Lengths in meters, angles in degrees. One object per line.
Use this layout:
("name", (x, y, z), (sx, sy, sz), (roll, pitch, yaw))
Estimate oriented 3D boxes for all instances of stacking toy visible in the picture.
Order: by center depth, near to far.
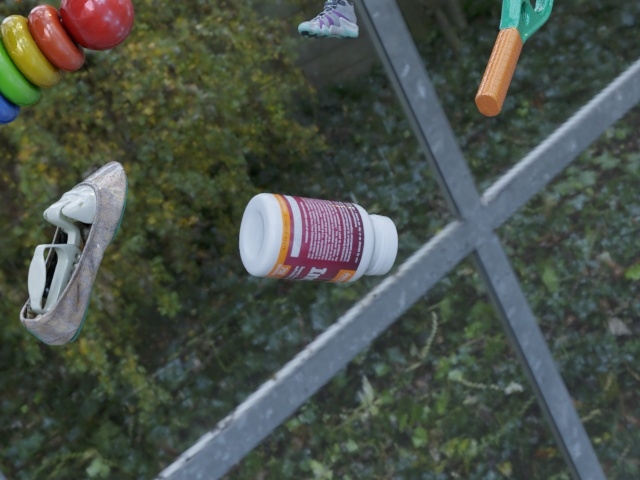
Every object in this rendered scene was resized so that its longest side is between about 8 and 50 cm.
("stacking toy", (-0.379, -0.218, 1.107), (0.330, 0.141, 0.141), (-29, 20, 5))

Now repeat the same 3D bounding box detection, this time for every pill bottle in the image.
("pill bottle", (0.000, 0.000, 0.930), (0.152, 0.086, 0.086), (5, 6, -27))

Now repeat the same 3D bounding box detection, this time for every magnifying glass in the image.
("magnifying glass", (0.191, -0.214, 0.874), (0.026, 0.092, 0.231), (0, 53, 31))

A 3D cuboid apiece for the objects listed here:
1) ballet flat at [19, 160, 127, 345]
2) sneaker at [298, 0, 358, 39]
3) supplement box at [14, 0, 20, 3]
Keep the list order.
("ballet flat", (-0.389, 0.005, 1.404), (0.108, 0.106, 0.315), (-2, 68, 37))
("sneaker", (0.008, -0.305, 1.199), (0.098, 0.069, 0.038), (-9, 8, -44))
("supplement box", (-0.346, -0.317, 0.991), (0.062, 0.036, 0.098), (-58, -9, -13))
